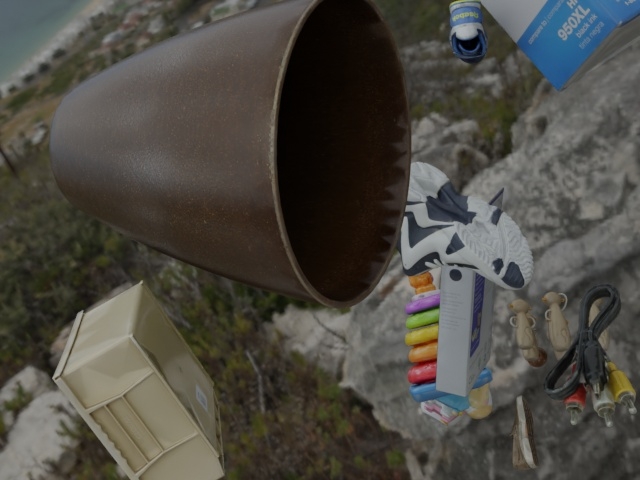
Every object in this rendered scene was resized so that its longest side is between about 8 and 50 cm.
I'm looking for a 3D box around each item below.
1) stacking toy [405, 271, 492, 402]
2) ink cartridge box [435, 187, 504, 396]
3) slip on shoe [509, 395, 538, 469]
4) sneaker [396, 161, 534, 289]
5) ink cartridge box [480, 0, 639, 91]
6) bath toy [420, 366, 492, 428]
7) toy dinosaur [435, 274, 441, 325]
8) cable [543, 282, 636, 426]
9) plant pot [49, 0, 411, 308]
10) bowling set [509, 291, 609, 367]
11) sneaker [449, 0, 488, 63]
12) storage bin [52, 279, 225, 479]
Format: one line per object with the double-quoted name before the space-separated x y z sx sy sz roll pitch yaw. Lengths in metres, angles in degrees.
"stacking toy" 0.228 0.161 1.718 0.165 0.302 0.175 -15 -9 2
"ink cartridge box" 0.255 0.083 1.458 0.065 0.333 0.165 10 20 24
"slip on shoe" 0.358 0.344 1.523 0.041 0.051 0.136 -20 54 25
"sneaker" 0.185 0.014 1.188 0.235 0.153 0.094 37 56 21
"ink cartridge box" 0.328 -0.449 1.170 0.285 0.395 0.166 -34 -11 -23
"bath toy" 0.317 0.358 1.964 0.151 0.348 0.129 31 77 10
"toy dinosaur" 0.282 0.152 1.895 0.064 0.211 0.112 -7 51 25
"cable" 0.453 0.193 1.435 0.139 0.072 0.287 -16 29 26
"plant pot" -0.079 -0.066 0.630 0.230 0.215 0.215 3 40 27
"bowling set" 0.568 0.228 2.175 0.286 0.200 0.154 6 64 -21
"sneaker" 0.203 -0.273 1.171 0.053 0.144 0.059 -9 73 15
"storage bin" -0.259 0.225 1.285 0.123 0.260 0.262 -31 17 0
